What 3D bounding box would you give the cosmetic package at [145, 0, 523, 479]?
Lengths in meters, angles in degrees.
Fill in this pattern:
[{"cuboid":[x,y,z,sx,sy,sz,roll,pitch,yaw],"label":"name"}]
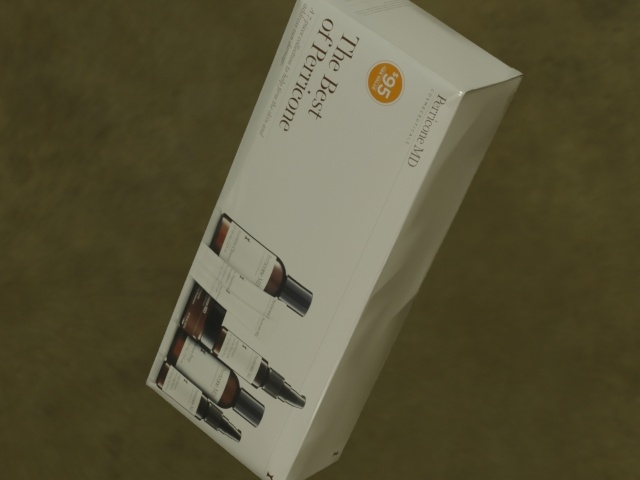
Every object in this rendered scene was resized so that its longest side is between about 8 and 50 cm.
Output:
[{"cuboid":[0.000,0.000,0.806,0.099,0.060,0.239,35,121,21],"label":"cosmetic package"}]
